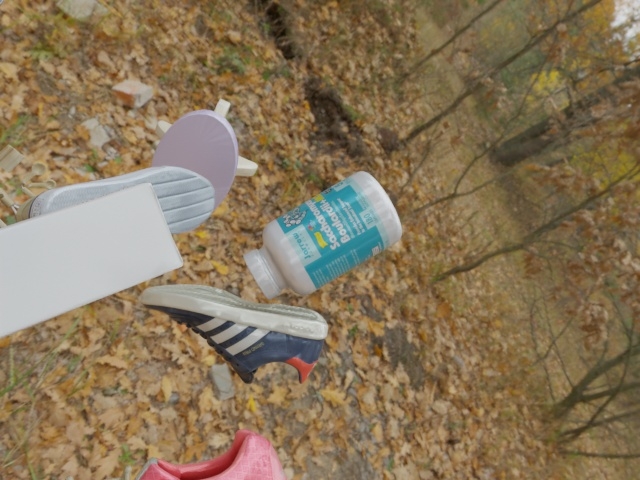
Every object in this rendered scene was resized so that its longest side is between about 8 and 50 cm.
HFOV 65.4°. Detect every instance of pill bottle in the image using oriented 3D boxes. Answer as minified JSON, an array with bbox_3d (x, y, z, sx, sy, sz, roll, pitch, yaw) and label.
[{"bbox_3d":[0.000,0.000,0.881,0.146,0.264,0.146,58,-5,8],"label":"pill bottle"}]

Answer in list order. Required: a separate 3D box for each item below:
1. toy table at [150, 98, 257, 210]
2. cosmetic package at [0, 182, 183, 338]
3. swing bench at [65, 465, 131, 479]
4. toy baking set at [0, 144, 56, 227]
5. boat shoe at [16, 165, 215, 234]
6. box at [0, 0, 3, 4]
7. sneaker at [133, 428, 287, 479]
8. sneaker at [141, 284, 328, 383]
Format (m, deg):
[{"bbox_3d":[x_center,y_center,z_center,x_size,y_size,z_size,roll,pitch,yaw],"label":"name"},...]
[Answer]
[{"bbox_3d":[-0.271,-0.188,1.141,0.252,0.274,0.161,34,28,-18],"label":"toy table"},{"bbox_3d":[-0.212,0.031,0.307,0.099,0.238,0.061,6,-64,69],"label":"cosmetic package"},{"bbox_3d":[-0.529,0.732,1.179,0.253,0.165,0.255,-152,-117,-67],"label":"swing bench"},{"bbox_3d":[-0.824,-0.119,1.319,0.196,0.030,0.256,18,90,-29],"label":"toy baking set"},{"bbox_3d":[-0.291,-0.060,0.750,0.302,0.094,0.109,-12,107,-55],"label":"boat shoe"},{"bbox_3d":[-0.351,-0.181,0.308,0.233,0.159,0.044,39,42,-33],"label":"box"},{"bbox_3d":[-0.172,0.282,0.471,0.313,0.116,0.136,-18,93,-24],"label":"sneaker"},{"bbox_3d":[-0.168,0.180,0.924,0.131,0.349,0.148,-69,173,-85],"label":"sneaker"}]
